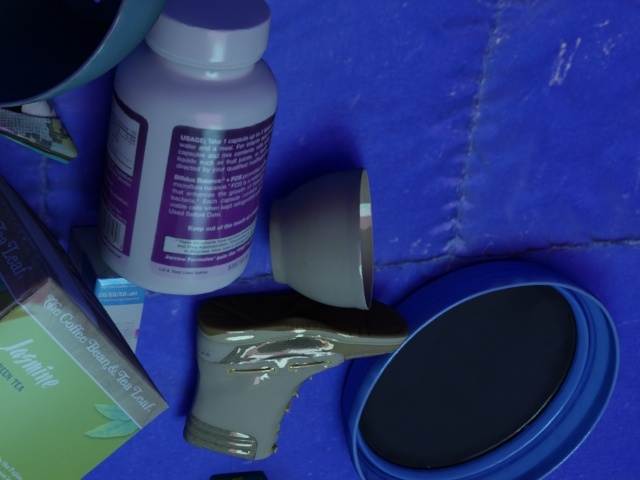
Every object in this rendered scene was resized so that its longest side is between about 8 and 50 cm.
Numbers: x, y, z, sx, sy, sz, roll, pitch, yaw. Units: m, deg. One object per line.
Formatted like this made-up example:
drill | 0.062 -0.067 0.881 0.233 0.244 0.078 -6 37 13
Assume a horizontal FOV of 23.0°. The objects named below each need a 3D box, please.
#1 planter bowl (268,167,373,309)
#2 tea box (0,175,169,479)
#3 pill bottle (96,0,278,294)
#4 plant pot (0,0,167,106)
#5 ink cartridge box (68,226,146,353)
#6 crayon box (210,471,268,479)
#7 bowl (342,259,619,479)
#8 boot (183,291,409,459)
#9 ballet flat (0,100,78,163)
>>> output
planter bowl | 0.000 0.000 1.788 0.109 0.162 0.162 -2 129 7
tea box | -0.380 0.116 1.537 0.323 0.329 0.220 -39 131 -5
pill bottle | -0.134 -0.109 1.618 0.169 0.169 0.301 -4 125 -24
plant pot | -0.240 -0.267 1.411 0.290 0.290 0.195 -57 163 19
ink cartridge box | -0.246 0.087 1.746 0.061 0.104 0.181 -3 124 -25
crayon box | -0.110 0.462 2.048 0.081 0.165 0.278 0 124 -26
bowl | 0.207 0.194 2.071 0.391 0.077 0.391 -14 128 -18
boot | -0.033 0.167 1.914 0.262 0.095 0.203 -1 123 -20
ballet flat | -0.332 -0.139 1.569 0.221 0.077 0.079 16 96 -34
